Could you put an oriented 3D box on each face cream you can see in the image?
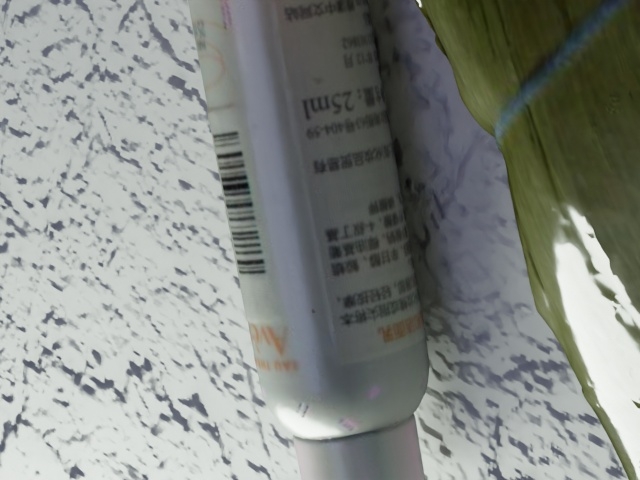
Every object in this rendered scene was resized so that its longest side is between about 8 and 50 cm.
[{"bbox_3d":[0.000,0.000,0.729,0.082,0.082,0.269,-4,98,47],"label":"face cream"}]

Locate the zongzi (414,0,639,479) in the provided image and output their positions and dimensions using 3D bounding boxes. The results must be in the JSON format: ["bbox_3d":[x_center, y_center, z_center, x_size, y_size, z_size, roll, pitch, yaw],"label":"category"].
[{"bbox_3d":[0.169,-0.015,0.465,0.323,0.160,0.360,-7,98,64],"label":"zongzi"}]
